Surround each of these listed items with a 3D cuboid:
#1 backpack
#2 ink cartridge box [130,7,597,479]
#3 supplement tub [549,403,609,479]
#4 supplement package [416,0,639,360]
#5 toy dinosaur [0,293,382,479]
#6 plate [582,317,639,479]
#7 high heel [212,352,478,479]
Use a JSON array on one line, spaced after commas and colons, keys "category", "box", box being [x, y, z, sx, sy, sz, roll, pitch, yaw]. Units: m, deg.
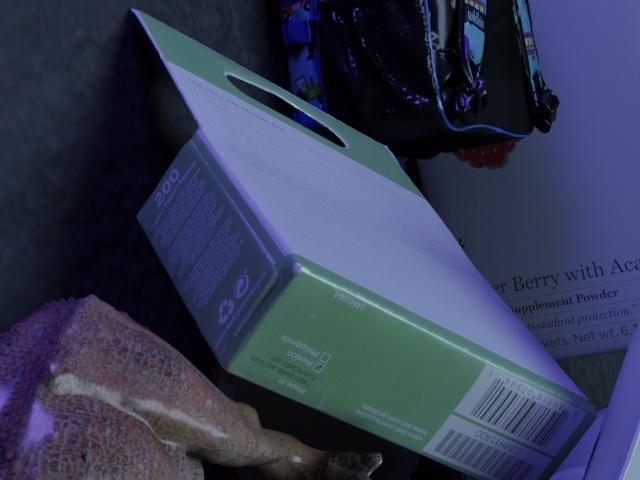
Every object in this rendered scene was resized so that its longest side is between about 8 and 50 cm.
[{"category": "backpack", "box": [0.048, -0.135, 0.917, 0.158, 0.117, 0.173, -4, 84, -64]}, {"category": "ink cartridge box", "box": [0.000, 0.000, 0.722, 0.171, 0.056, 0.235, 26, 16, -34]}, {"category": "supplement tub", "box": [0.263, 0.173, 0.983, 0.316, 0.228, 0.228, -24, 102, -43]}, {"category": "supplement package", "box": [0.164, -0.083, 1.063, 0.175, 0.177, 0.293, -21, 98, -65]}, {"category": "toy dinosaur", "box": [-0.091, 0.081, 0.557, 0.200, 0.127, 0.295, 42, 23, -12]}, {"category": "plate", "box": [0.181, 0.146, 0.726, 0.278, 0.045, 0.277, 49, 53, -36]}, {"category": "high heel", "box": [0.013, 0.049, 0.828, 0.261, 0.093, 0.186, 47, 31, -47]}]
